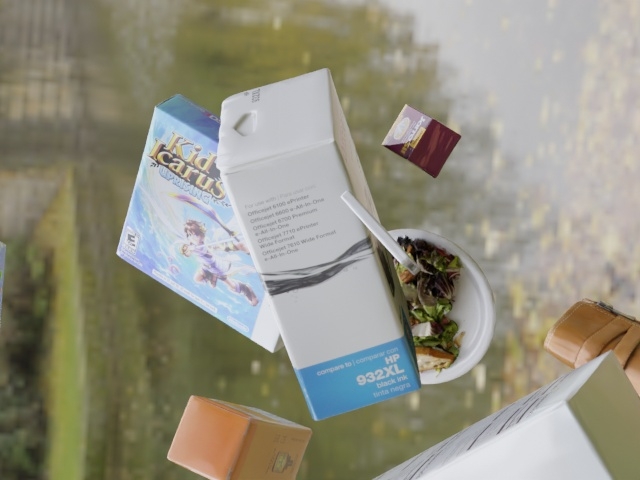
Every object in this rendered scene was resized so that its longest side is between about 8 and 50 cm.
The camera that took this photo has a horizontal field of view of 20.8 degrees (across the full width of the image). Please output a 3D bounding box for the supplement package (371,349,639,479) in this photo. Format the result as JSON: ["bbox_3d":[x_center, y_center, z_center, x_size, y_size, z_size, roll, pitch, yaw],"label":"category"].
[{"bbox_3d":[0.158,0.250,1.410,0.199,0.262,0.198,59,-159,3],"label":"supplement package"}]

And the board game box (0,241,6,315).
[{"bbox_3d":[-0.493,0.019,2.208,0.039,0.211,0.160,-33,40,25],"label":"board game box"}]

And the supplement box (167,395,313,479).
[{"bbox_3d":[-0.083,0.223,1.896,0.078,0.080,0.233,-69,-21,-4],"label":"supplement box"}]

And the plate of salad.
[{"bbox_3d":[0.111,0.083,2.082,0.048,0.199,0.200,-42,-36,-60],"label":"plate of salad"}]

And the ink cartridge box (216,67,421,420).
[{"bbox_3d":[0.000,0.000,1.885,0.223,0.129,0.307,-93,-15,-65],"label":"ink cartridge box"}]

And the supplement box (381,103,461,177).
[{"bbox_3d":[0.108,-0.108,1.878,0.055,0.043,0.083,-58,24,3],"label":"supplement box"}]

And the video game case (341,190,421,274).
[{"bbox_3d":[0.059,-0.006,1.673,0.087,0.011,0.122,48,-178,10],"label":"video game case"}]

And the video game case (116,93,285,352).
[{"bbox_3d":[-0.123,-0.022,2.272,0.061,0.269,0.244,-35,-30,-53],"label":"video game case"}]

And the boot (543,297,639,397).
[{"bbox_3d":[0.318,0.132,1.657,0.109,0.220,0.283,-61,-11,15],"label":"boot"}]
